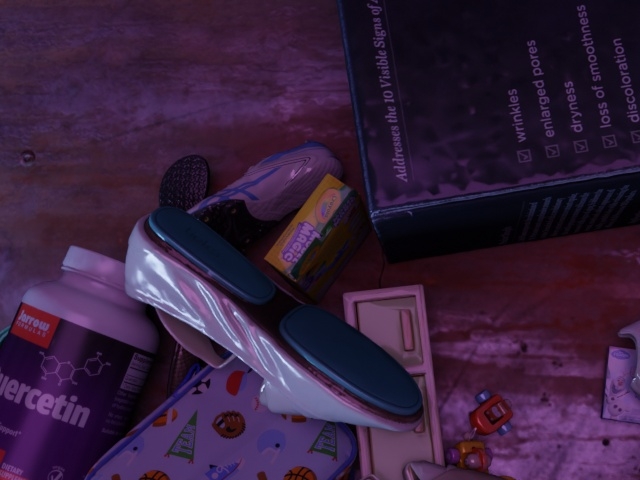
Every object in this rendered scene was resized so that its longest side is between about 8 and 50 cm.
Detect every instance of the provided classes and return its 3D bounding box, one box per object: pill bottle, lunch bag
[{"bbox_3d":[-0.317,0.177,1.211,0.181,0.181,0.323,19,81,12],"label":"pill bottle"},{"bbox_3d":[-0.116,0.275,1.154,0.243,0.115,0.303,38,61,23],"label":"lunch bag"}]

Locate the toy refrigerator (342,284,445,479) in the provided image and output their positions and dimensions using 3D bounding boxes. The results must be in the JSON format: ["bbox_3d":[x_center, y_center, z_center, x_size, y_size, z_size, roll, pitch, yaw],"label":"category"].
[{"bbox_3d":[0.092,0.196,1.191,0.102,0.094,0.269,-6,76,4],"label":"toy refrigerator"}]

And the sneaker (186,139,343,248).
[{"bbox_3d":[-0.082,-0.060,1.262,0.237,0.085,0.086,-27,43,-22],"label":"sneaker"}]

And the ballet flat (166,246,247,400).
[{"bbox_3d":[-0.148,0.095,1.265,0.058,0.084,0.250,17,76,-7],"label":"ballet flat"}]

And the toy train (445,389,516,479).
[{"bbox_3d":[0.223,0.263,1.160,0.125,0.046,0.166,-24,78,-32],"label":"toy train"}]

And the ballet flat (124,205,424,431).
[{"bbox_3d":[-0.065,0.115,1.123,0.400,0.139,0.139,35,85,11],"label":"ballet flat"}]

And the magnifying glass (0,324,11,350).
[{"bbox_3d":[-0.457,0.190,1.309,0.231,0.026,0.092,-32,75,1],"label":"magnifying glass"}]

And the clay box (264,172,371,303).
[{"bbox_3d":[0.000,0.000,1.183,0.053,0.222,0.127,35,84,14],"label":"clay box"}]

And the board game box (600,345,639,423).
[{"bbox_3d":[0.395,0.181,1.191,0.090,0.020,0.090,8,80,9],"label":"board game box"}]

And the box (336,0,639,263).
[{"bbox_3d":[0.264,-0.257,1.165,0.472,0.297,0.480,-9,77,5],"label":"box"}]

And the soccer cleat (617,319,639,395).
[{"bbox_3d":[0.411,0.186,1.147,0.076,0.068,0.196,-15,70,9],"label":"soccer cleat"}]

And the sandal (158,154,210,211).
[{"bbox_3d":[-0.187,-0.029,1.316,0.067,0.040,0.179,11,94,16],"label":"sandal"}]

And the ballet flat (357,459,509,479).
[{"bbox_3d":[0.090,0.290,1.079,0.248,0.086,0.086,-18,75,-14],"label":"ballet flat"}]
